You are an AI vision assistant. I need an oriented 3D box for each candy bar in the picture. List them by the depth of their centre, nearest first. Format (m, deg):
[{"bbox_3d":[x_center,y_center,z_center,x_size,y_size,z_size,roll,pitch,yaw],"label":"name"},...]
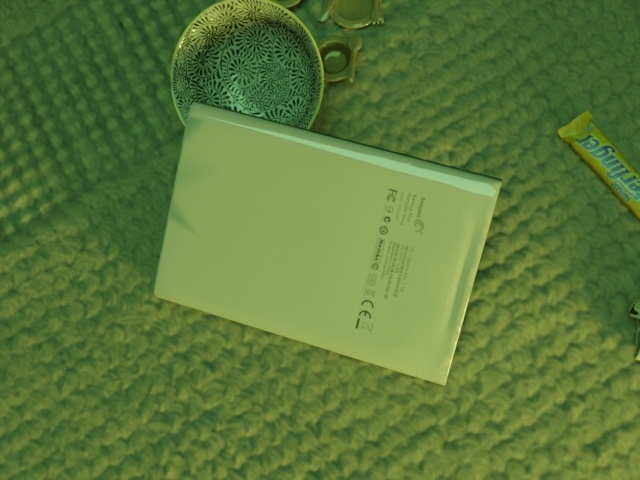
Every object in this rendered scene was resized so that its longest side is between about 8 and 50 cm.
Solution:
[{"bbox_3d":[0.313,-0.066,0.907,0.040,0.018,0.161,-37,74,-1],"label":"candy bar"}]

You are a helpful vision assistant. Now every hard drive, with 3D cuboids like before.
[{"bbox_3d":[0.000,0.000,0.890,0.318,0.040,0.210,16,102,11],"label":"hard drive"}]

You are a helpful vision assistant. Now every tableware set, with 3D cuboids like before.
[{"bbox_3d":[-0.013,-0.245,0.996,0.168,0.020,0.141,10,78,11],"label":"tableware set"}]

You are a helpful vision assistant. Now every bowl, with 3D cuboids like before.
[{"bbox_3d":[-0.069,-0.171,0.945,0.170,0.080,0.170,2,99,14],"label":"bowl"}]

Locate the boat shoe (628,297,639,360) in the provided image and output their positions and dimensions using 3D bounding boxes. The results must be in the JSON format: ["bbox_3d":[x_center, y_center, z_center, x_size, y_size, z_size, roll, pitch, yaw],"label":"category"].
[{"bbox_3d":[0.323,0.071,0.865,0.035,0.035,0.100,4,84,6],"label":"boat shoe"}]
